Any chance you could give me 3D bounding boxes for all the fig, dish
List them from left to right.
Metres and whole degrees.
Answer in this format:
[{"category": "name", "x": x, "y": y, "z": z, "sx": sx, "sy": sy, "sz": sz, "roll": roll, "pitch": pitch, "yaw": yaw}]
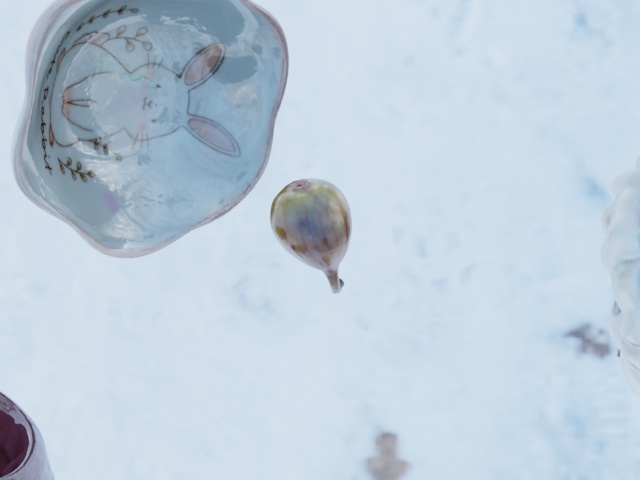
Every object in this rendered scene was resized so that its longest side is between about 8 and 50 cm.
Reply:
[{"category": "dish", "x": -0.136, "y": -0.106, "z": 1.399, "sx": 0.229, "sy": 0.081, "sz": 0.229, "roll": -14, "pitch": 117, "yaw": -30}, {"category": "fig", "x": 0.000, "y": 0.000, "z": 1.183, "sx": 0.050, "sy": 0.050, "sz": 0.083, "roll": -33, "pitch": 124, "yaw": -18}]

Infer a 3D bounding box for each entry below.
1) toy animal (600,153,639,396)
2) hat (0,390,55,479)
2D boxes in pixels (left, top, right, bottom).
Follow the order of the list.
[{"category": "toy animal", "x": 0.290, "y": 0.007, "z": 1.359, "sx": 0.208, "sy": 0.204, "sz": 0.156, "roll": -48, "pitch": 123, "yaw": -38}, {"category": "hat", "x": -0.268, "y": 0.146, "z": 1.226, "sx": 0.205, "sy": 0.205, "sz": 0.089, "roll": 15, "pitch": 112, "yaw": -17}]
